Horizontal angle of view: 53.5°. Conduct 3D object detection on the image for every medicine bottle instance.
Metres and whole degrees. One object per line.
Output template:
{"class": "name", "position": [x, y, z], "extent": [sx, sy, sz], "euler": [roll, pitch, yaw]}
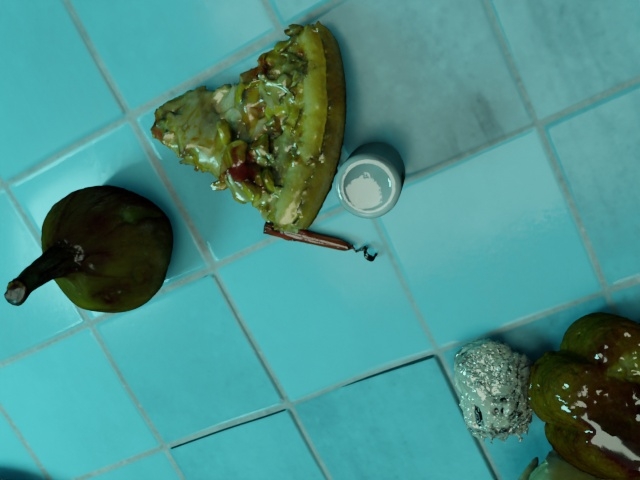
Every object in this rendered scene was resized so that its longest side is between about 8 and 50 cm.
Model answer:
{"class": "medicine bottle", "position": [0.067, -0.082, 0.806], "extent": [0.080, 0.130, 0.081], "euler": [4, 108, 11]}

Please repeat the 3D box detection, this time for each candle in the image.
{"class": "candle", "position": [0.000, -0.001, 0.904], "extent": [0.167, 0.021, 0.026], "euler": [14, 111, 7]}

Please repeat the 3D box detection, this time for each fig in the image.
{"class": "fig", "position": [-0.289, 0.025, 0.845], "extent": [0.190, 0.290, 0.191], "euler": [-2, 100, -13]}

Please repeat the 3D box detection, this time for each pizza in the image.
{"class": "pizza", "position": [-0.080, -0.172, 0.813], "extent": [0.287, 0.074, 0.251], "euler": [30, 91, 21]}

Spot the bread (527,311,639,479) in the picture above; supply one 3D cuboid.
{"class": "bread", "position": [0.403, 0.203, 0.822], "extent": [0.246, 0.135, 0.232], "euler": [31, 85, 8]}

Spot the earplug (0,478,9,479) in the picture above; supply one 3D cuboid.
{"class": "earplug", "position": [-0.531, 0.509, 1.117], "extent": [0.301, 0.172, 0.173], "euler": [25, 111, 10]}

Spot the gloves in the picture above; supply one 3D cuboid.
{"class": "gloves", "position": [0.249, 0.210, 0.898], "extent": [0.114, 0.070, 0.153], "euler": [-8, 104, 14]}

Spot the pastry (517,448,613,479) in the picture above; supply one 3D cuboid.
{"class": "pastry", "position": [0.379, 0.403, 0.844], "extent": [0.264, 0.265, 0.133], "euler": [15, 121, 6]}
